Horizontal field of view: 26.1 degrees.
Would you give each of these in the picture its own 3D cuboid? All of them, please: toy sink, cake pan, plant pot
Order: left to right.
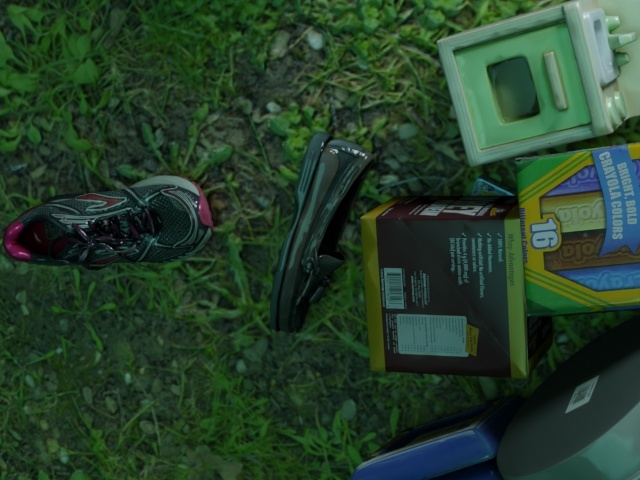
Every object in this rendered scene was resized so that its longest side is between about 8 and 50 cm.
[{"bbox_3d":[0.179,0.325,1.676,0.236,0.236,0.212,-22,87,26],"label":"plant pot"},{"bbox_3d":[0.271,-0.189,1.564,0.234,0.131,0.153,-12,99,23],"label":"toy sink"},{"bbox_3d":[0.300,0.180,1.469,0.293,0.293,0.054,-39,99,25],"label":"cake pan"}]

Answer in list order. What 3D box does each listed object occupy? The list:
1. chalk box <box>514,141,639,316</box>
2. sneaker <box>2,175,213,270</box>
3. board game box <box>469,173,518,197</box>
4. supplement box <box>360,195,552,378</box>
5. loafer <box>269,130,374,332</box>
[{"bbox_3d":[0.381,-0.013,1.507,0.288,0.180,0.179,-5,85,28],"label":"chalk box"},{"bbox_3d":[-0.281,-0.009,1.842,0.299,0.112,0.121,-9,99,23],"label":"sneaker"},{"bbox_3d":[0.213,0.009,1.693,0.103,0.026,0.154,26,111,14],"label":"board game box"},{"bbox_3d":[0.164,0.050,1.635,0.194,0.129,0.191,1,103,22],"label":"supplement box"},{"bbox_3d":[0.000,0.000,1.744,0.084,0.096,0.268,16,106,12],"label":"loafer"}]
